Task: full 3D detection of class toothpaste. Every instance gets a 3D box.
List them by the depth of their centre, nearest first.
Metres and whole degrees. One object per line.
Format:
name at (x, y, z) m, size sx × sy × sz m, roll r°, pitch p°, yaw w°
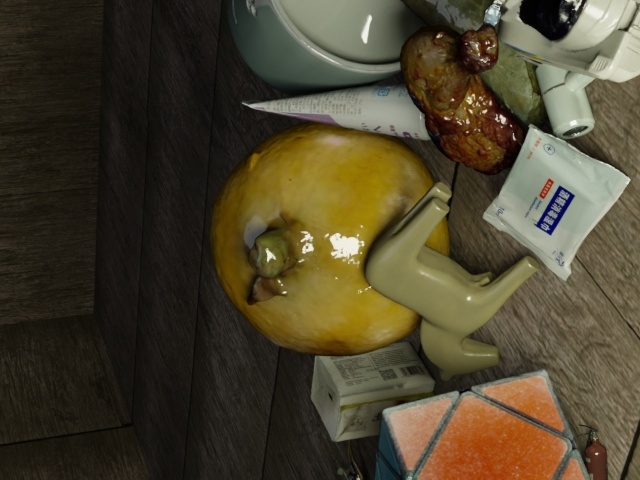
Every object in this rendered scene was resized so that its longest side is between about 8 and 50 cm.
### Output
toothpaste at (0.053, -0.169, 1.862) m, size 0.114 × 0.299 × 0.073 m, roll -21°, pitch -66°, yaw -64°

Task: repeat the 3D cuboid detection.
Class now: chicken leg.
chicken leg at (0.162, -0.160, 1.623) m, size 0.177 × 0.083 × 0.322 m, roll 38°, pitch 168°, yaw 35°

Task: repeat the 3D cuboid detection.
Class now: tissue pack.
tissue pack at (0.255, -0.044, 1.606) m, size 0.122 × 0.026 × 0.193 m, roll 37°, pitch 147°, yaw 12°
tissue pack at (0.074, 0.218, 2.097) m, size 0.106 × 0.149 × 0.099 m, roll -122°, pitch 32°, yaw -50°

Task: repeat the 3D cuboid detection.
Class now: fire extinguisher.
fire extinguisher at (0.309, 0.252, 1.642) m, size 0.046 × 0.032 × 0.100 m, roll -30°, pitch -63°, yaw -74°

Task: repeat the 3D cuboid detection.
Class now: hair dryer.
hair dryer at (0.284, -0.172, 1.545) m, size 0.137 × 0.047 × 0.082 m, roll -44°, pitch 56°, yaw 57°

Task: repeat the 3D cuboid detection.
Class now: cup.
cup at (0.033, -0.366, 1.933) m, size 0.356 × 0.259 × 0.274 m, roll -68°, pitch 15°, yaw -13°

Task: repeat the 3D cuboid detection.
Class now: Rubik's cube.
Rubik's cube at (0.188, 0.300, 1.678) m, size 0.205 × 0.207 × 0.205 m, roll 90°, pitch 163°, yaw -56°

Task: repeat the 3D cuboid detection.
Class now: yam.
yam at (0.190, -0.246, 1.683) m, size 0.259 × 0.106 × 0.106 m, roll 48°, pitch 145°, yaw 26°

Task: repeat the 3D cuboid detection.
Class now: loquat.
loquat at (0.000, 0.000, 1.931) m, size 0.328 × 0.359 × 0.328 m, roll 3°, pitch 97°, yaw 27°

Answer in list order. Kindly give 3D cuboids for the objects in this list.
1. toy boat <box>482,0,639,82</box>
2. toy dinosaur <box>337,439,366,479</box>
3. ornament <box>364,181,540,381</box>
toy boat at (0.243, -0.244, 1.478) m, size 0.269 × 0.141 × 0.140 m, roll 33°, pitch 127°, yaw 55°
toy dinosaur at (0.056, 0.393, 2.382) m, size 0.058 × 0.037 × 0.180 m, roll -26°, pitch 78°, yaw 45°
ornament at (0.160, 0.068, 1.796) m, size 0.245 × 0.230 × 0.061 m, roll -48°, pitch 19°, yaw 38°
